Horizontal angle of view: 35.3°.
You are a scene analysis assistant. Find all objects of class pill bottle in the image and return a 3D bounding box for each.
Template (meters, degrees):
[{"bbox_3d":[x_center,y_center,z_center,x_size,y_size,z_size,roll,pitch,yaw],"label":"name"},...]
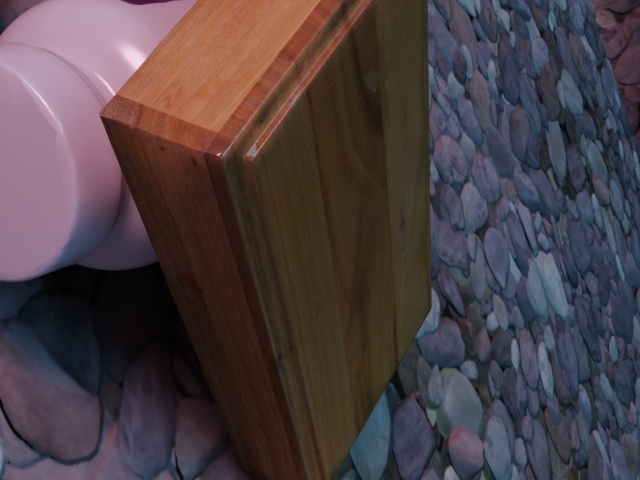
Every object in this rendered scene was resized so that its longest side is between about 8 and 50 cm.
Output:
[{"bbox_3d":[-0.108,-0.079,0.649,0.301,0.169,0.169,-31,104,-57],"label":"pill bottle"}]

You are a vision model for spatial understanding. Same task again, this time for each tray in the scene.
[{"bbox_3d":[0.000,0.000,0.650,0.203,0.076,0.411,-57,156,-28],"label":"tray"}]

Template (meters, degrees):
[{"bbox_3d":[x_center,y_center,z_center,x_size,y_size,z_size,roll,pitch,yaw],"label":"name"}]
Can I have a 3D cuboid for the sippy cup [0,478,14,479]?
[{"bbox_3d":[-0.140,0.202,0.430,0.305,0.224,0.240,-32,105,-58],"label":"sippy cup"}]
